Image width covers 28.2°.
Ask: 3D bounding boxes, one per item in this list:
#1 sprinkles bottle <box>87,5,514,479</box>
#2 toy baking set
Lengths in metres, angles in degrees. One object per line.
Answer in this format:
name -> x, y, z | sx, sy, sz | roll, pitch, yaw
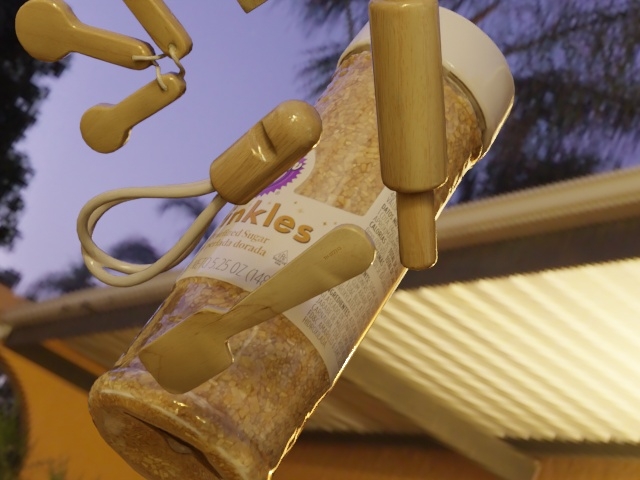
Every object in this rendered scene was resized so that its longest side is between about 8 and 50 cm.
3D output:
sprinkles bottle -> 0.000, 0.000, 0.812 | 0.121, 0.355, 0.121 | 24, -32, 17
toy baking set -> -0.035, -0.049, 0.579 | 0.197, 0.030, 0.256 | -2, -69, 21
